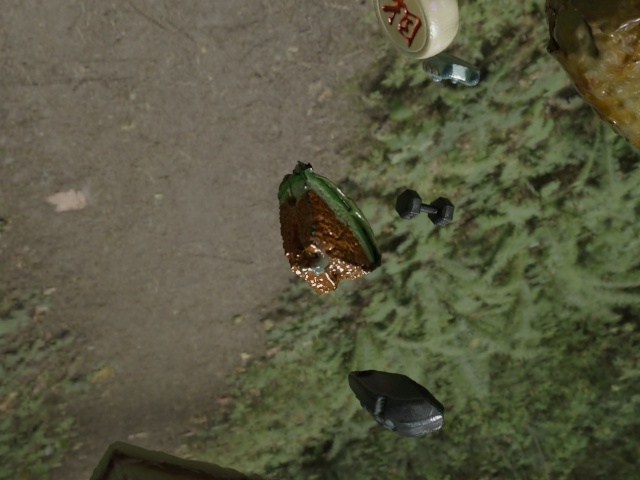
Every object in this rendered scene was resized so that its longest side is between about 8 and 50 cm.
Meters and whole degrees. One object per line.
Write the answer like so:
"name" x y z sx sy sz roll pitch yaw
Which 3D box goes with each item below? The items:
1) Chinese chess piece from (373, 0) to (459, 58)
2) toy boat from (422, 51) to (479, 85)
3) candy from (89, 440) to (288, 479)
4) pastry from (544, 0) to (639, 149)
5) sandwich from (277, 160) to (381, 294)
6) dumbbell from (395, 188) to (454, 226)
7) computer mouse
"Chinese chess piece" 0.117 -0.285 0.964 0.051 0.122 0.122 -33 159 -17
"toy boat" 0.335 -0.441 2.054 0.134 0.208 0.079 6 112 -17
"candy" -0.153 0.383 0.974 0.320 0.135 0.179 27 105 -36
"pastry" 0.261 -0.166 0.581 0.229 0.218 0.100 -12 174 -28
"sandwich" 0.008 -0.004 1.587 0.109 0.212 0.292 -16 147 36
"dumbbell" 0.140 -0.043 1.046 0.083 0.040 0.036 10 122 -34
"computer mouse" 0.107 0.251 1.186 0.192 0.062 0.106 4 135 49
